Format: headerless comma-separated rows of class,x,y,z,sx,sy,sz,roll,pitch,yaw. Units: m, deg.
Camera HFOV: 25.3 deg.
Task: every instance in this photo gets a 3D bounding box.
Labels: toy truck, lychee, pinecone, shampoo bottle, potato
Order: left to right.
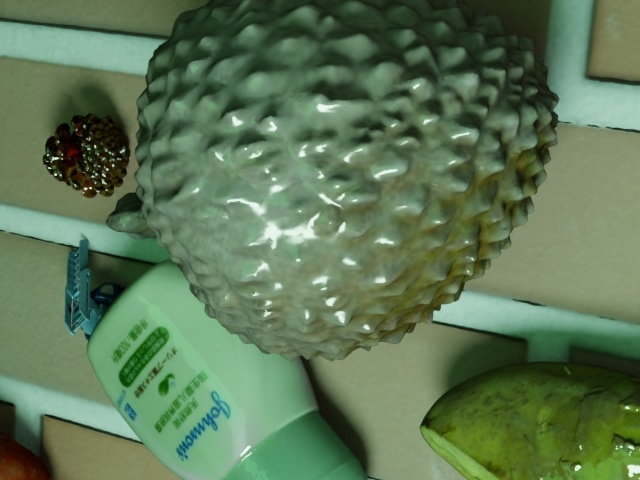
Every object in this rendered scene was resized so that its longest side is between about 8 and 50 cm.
pinecone,-0.269,-0.098,1.653,0.109,0.102,0.102,3,99,58
toy truck,-0.265,0.064,1.690,0.063,0.074,0.136,-42,35,26
shampoo bottle,-0.091,0.192,1.550,0.349,0.151,0.222,49,115,15
lychee,0.010,-0.072,1.322,0.432,0.380,0.380,-14,90,5
potato,0.233,0.202,1.357,0.298,0.176,0.141,1,138,36

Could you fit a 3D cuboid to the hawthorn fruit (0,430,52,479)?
hawthorn fruit,-0.452,0.335,1.733,0.262,0.258,0.258,-12,91,59
